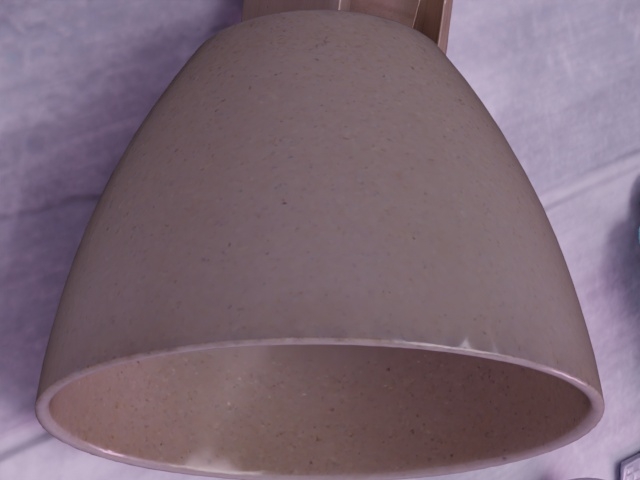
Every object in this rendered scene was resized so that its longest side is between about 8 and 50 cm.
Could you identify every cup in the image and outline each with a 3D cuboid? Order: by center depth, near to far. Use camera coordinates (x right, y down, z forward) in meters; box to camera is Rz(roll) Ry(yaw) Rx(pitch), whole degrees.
[{"bbox_3d":[0.000,0.000,0.914,0.331,0.331,0.236,21,61,-43],"label":"cup"}]

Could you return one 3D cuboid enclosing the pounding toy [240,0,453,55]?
[{"bbox_3d":[0.046,-0.209,1.032,0.206,0.094,0.181,7,90,-52],"label":"pounding toy"}]

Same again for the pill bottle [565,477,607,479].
[{"bbox_3d":[0.259,0.325,1.323,0.124,0.124,0.221,-48,128,-24],"label":"pill bottle"}]

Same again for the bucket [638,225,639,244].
[{"bbox_3d":[0.433,0.022,1.316,0.281,0.281,0.183,-56,139,-17],"label":"bucket"}]

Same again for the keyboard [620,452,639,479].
[{"bbox_3d":[0.378,0.215,1.481,0.256,0.014,0.072,-17,111,-38],"label":"keyboard"}]
